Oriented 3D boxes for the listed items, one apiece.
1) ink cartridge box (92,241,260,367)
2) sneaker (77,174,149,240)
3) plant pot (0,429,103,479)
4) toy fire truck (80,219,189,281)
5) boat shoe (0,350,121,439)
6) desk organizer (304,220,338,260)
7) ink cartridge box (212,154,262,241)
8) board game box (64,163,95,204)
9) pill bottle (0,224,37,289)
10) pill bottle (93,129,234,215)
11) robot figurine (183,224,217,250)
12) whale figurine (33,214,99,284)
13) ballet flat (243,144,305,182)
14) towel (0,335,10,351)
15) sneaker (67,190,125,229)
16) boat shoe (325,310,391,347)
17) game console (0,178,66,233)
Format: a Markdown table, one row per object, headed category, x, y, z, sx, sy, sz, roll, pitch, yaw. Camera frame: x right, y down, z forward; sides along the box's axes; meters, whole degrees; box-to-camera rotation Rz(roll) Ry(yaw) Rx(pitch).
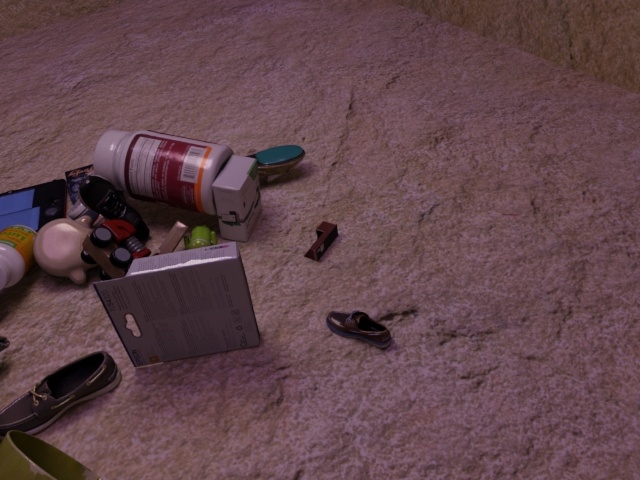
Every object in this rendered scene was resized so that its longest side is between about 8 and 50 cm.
| category | x | y | z | sx | sy | sz | roll | pitch | yaw |
| --- | --- | --- | --- | --- | --- | --- | --- | --- | --- |
| ink cartridge box | -0.334 | 0.164 | 1.393 | 0.330 | 0.324 | 0.071 | -9 | 42 | -4 |
| sneaker | -0.608 | -0.095 | 1.729 | 0.124 | 0.283 | 0.107 | 21 | 68 | 25 |
| plant pot | -0.573 | 0.562 | 1.071 | 0.275 | 0.275 | 0.293 | 23 | 66 | 28 |
| toy fire truck | -0.531 | 0.015 | 1.677 | 0.217 | 0.158 | 0.246 | 45 | 37 | 2 |
| boat shoe | -0.643 | 0.367 | 1.380 | 0.305 | 0.091 | 0.109 | -27 | 47 | -21 |
| desk organizer | 0.000 | 0.000 | 1.733 | 0.050 | 0.047 | 0.130 | 17 | 48 | 26 |
| ink cartridge box | -0.253 | -0.128 | 1.772 | 0.093 | 0.219 | 0.160 | 10 | 46 | 11 |
| board game box | -0.784 | -0.225 | 2.059 | 0.243 | 0.042 | 0.165 | -20 | 45 | -15 |
| pill bottle | -0.911 | 0.055 | 1.652 | 0.136 | 0.136 | 0.245 | -9 | 21 | -3 |
| pill bottle | -0.484 | -0.221 | 1.789 | 0.392 | 0.224 | 0.224 | 12 | 46 | 9 |
| robot figurine | -0.367 | 0.003 | 1.754 | 0.101 | 0.067 | 0.115 | -7 | 44 | 3 |
| whale figurine | -0.718 | 0.033 | 1.731 | 0.272 | 0.141 | 0.216 | 3 | 70 | -20 |
| ballet flat | -0.220 | -0.244 | 1.968 | 0.349 | 0.123 | 0.123 | -14 | 44 | -13 |
| towel | -0.960 | 0.270 | 1.329 | 0.312 | 0.324 | 0.056 | -27 | 69 | -5 |
| sneaker | -0.718 | -0.140 | 1.900 | 0.126 | 0.127 | 0.321 | -29 | 31 | 27 |
| boat shoe | 0.098 | 0.214 | 1.479 | 0.183 | 0.066 | 0.066 | 15 | 47 | 21 |
| game console | -1.051 | -0.071 | 1.915 | 0.387 | 0.060 | 0.342 | -15 | 44 | -11 |
